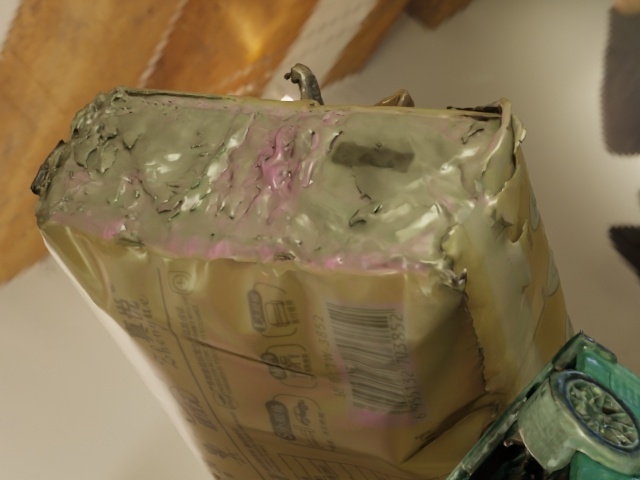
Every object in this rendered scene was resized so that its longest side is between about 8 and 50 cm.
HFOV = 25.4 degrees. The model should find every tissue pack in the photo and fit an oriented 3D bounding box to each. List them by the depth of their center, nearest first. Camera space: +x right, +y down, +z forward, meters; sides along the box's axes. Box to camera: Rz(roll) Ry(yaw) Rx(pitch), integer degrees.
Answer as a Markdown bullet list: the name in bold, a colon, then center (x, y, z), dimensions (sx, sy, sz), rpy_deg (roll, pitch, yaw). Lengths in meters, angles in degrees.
- **tissue pack**: center (0.010, 0.049, 0.675), dimensions (0.257, 0.215, 0.123), rpy_deg (68, -143, -47)

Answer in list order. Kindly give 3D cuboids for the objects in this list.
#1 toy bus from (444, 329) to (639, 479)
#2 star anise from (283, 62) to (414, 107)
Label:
- **toy bus**: center (0.094, 0.160, 0.474), dimensions (0.128, 0.147, 0.256), rpy_deg (-54, 6, 28)
- **star anise**: center (0.015, 0.003, 0.890), dimensions (0.063, 0.172, 0.208), rpy_deg (32, -99, -60)
